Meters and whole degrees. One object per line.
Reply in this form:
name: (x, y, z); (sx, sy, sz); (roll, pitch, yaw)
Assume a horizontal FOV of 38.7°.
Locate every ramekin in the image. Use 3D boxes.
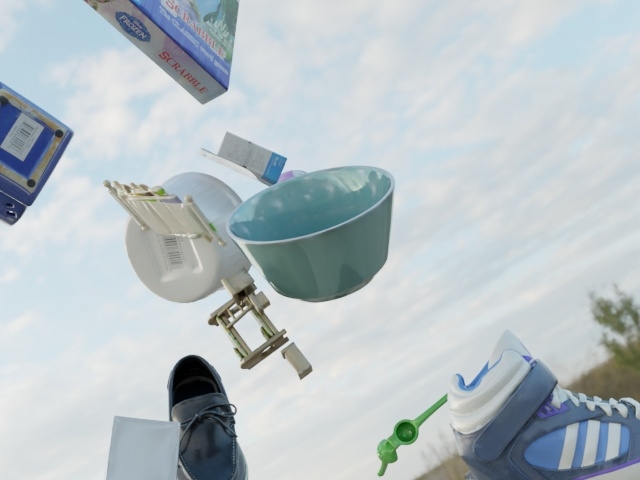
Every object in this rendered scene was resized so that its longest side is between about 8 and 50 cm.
ramekin: (-0.291, 0.001, 1.974); (0.277, 0.277, 0.135); (-39, -1, 31)

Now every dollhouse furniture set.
dollhouse furniture set: (-0.112, 0.164, 1.562); (0.101, 0.182, 0.161); (-36, -20, -10)

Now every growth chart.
growth chart: (-0.313, -0.058, 1.806); (0.021, 0.237, 0.172); (-61, -37, -29)

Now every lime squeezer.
lime squeezer: (0.191, 0.445, 2.033); (0.110, 0.059, 0.310); (10, -54, -38)

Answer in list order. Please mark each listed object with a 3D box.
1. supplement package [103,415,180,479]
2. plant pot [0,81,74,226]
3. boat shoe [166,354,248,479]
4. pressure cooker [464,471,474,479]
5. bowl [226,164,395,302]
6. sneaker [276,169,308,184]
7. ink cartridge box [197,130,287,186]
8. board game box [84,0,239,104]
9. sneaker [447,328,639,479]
supplement package: (-0.399, 0.519, 2.000); (0.149, 0.194, 0.203); (9, -37, -13)
plant pot: (-0.682, -0.194, 1.966); (0.212, 0.236, 0.236); (-15, 46, 55)
boat shoe: (-0.295, 0.465, 2.262); (0.186, 0.500, 0.156); (-10, -58, -10)
pressure cooker: (0.396, 0.635, 1.708); (0.420, 0.370, 0.376); (22, -76, -25)
bowl: (0.000, 0.000, 1.641); (0.311, 0.163, 0.311); (-13, 23, 6)
sneaker: (-0.130, -0.075, 2.228); (0.282, 0.102, 0.161); (-27, 25, 30)
ink cartridge box: (-0.170, -0.182, 1.977); (0.104, 0.180, 0.060); (166, 127, -78)
board game box: (-0.264, -0.443, 1.530); (0.065, 0.318, 0.318); (-22, -42, 29)
sneaker: (0.331, 0.215, 1.218); (0.322, 0.236, 0.130); (-21, -6, 3)
